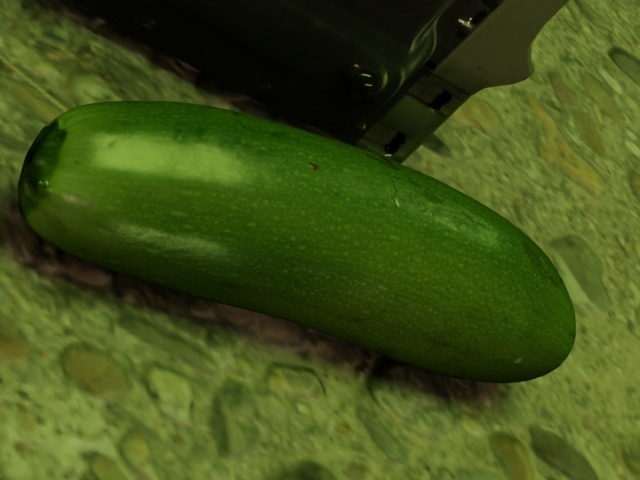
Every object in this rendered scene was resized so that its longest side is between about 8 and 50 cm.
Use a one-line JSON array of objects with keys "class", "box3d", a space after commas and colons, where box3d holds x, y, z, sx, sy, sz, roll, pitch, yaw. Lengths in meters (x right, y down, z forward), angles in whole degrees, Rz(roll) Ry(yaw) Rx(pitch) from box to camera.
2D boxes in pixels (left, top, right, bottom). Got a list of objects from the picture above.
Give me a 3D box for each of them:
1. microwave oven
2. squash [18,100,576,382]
[{"class": "microwave oven", "box3d": [0.037, -0.240, 0.884, 0.286, 0.355, 0.218, 26, 36, -31]}, {"class": "squash", "box3d": [0.001, -0.002, 0.828, 0.292, 0.082, 0.082, 19, 40, -36]}]
